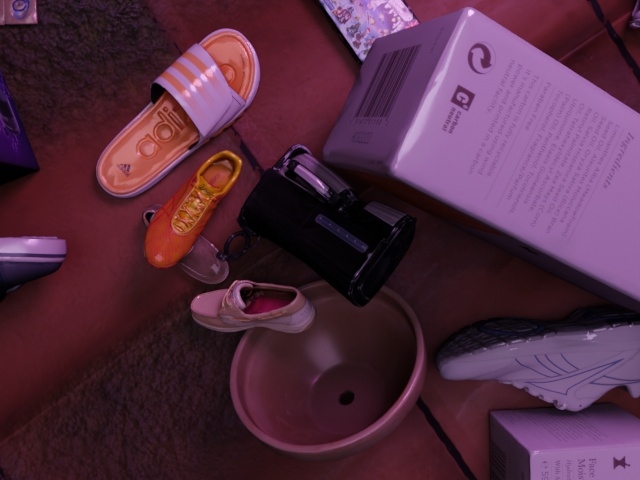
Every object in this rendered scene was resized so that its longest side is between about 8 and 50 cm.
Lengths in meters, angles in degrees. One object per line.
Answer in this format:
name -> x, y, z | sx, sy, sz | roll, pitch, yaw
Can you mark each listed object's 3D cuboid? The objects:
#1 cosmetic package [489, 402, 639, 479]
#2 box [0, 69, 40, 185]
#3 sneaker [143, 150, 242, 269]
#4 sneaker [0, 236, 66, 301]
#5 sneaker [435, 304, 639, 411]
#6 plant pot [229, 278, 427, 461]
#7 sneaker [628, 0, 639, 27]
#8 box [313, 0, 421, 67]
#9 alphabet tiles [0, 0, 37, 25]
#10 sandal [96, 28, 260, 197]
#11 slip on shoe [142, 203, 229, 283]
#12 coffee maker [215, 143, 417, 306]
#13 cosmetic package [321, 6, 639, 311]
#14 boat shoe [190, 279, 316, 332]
cosmetic package -> 0.325, 0.304, 0.821 | 0.183, 0.151, 0.151 | -3, 93, -4
box -> -0.427, -0.153, 0.703 | 0.103, 0.261, 0.184 | -23, 94, -3
sneaker -> -0.159, -0.043, 0.794 | 0.064, 0.067, 0.175 | 32, 67, -8
sneaker -> -0.456, 0.063, 0.779 | 0.321, 0.126, 0.127 | -5, 88, 7
sneaker -> 0.297, 0.162, 0.841 | 0.297, 0.111, 0.129 | -4, 98, -2
plant pot -> 0.018, 0.169, 0.795 | 0.237, 0.237, 0.110 | -25, 134, -2
sneaker -> 0.451, -0.404, 0.828 | 0.115, 0.105, 0.281 | -2, 93, -4
box -> 0.057, -0.301, 0.845 | 0.094, 0.027, 0.137 | -37, 94, -3
alphabet tiles -> -0.482, -0.369, 0.819 | 0.237, 0.009, 0.198 | -2, 92, -3
sandal -> -0.177, -0.154, 0.811 | 0.102, 0.076, 0.265 | 43, 89, -4
slip on shoe -> -0.174, 0.006, 0.834 | 0.051, 0.041, 0.135 | -43, 94, -1
coffee maker -> 0.000, 0.000, 0.785 | 0.178, 0.120, 0.171 | 37, 105, 23
cosmetic package -> 0.253, -0.057, 0.716 | 0.453, 0.230, 0.161 | 24, 93, -18
boat shoe -> -0.090, 0.075, 0.806 | 0.170, 0.059, 0.063 | -2, 49, 20
